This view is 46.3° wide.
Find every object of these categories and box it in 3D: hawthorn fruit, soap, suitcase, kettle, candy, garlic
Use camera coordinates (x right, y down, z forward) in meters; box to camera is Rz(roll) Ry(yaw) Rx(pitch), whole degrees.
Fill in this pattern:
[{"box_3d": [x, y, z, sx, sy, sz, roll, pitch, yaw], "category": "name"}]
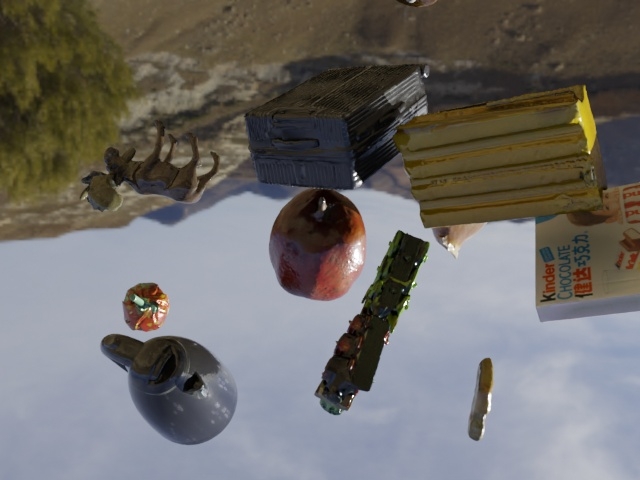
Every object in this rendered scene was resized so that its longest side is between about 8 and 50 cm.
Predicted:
[{"box_3d": [0.000, 0.000, 1.469, 0.215, 0.215, 0.250, 1, 143, -12], "category": "hawthorn fruit"}, {"box_3d": [0.302, -0.137, 1.260, 0.324, 0.204, 0.096, -5, -150, 33], "category": "soap"}, {"box_3d": [0.045, -0.215, 1.395, 0.229, 0.152, 0.335, 6, -150, 33], "category": "suitcase"}, {"box_3d": [-0.336, 0.289, 1.582, 0.268, 0.207, 0.290, 20, 159, 19], "category": "kettle"}, {"box_3d": [-0.280, 0.095, 1.169, 0.078, 0.084, 0.288, -5, 171, -10], "category": "candy"}, {"box_3d": [0.311, -0.105, 1.459, 0.266, 0.129, 0.148, -38, 152, 11], "category": "garlic"}]

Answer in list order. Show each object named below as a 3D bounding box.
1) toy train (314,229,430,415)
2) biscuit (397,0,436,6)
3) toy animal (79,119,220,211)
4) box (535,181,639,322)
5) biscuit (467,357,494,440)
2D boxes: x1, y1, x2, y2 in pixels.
[{"box_3d": [0.059, 0.085, 0.806, 0.053, 0.085, 0.250, 26, -135, 6], "category": "toy train"}, {"box_3d": [0.097, -0.283, 0.729, 0.138, 0.031, 0.205, 26, 170, -1], "category": "biscuit"}, {"box_3d": [-0.293, -0.110, 1.252, 0.214, 0.186, 0.094, 21, 166, 19], "category": "toy animal"}, {"box_3d": [0.493, 0.010, 1.245, 0.264, 0.048, 0.273, -11, -141, 24], "category": "box"}, {"box_3d": [0.347, 0.362, 1.617, 0.038, 0.184, 0.174, 8, -160, 10], "category": "biscuit"}]
